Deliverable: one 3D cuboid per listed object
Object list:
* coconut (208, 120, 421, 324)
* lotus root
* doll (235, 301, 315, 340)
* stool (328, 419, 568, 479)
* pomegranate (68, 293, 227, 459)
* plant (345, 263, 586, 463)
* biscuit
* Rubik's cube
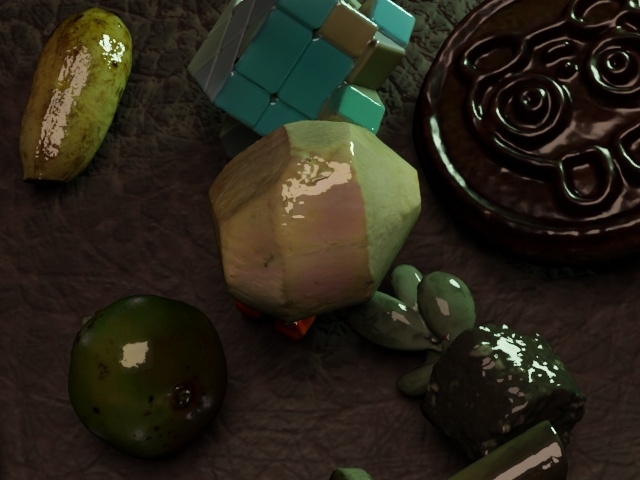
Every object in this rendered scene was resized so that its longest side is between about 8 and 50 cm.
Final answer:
[{"bbox_3d":[-0.002,-0.021,1.408,0.237,0.237,0.197,-11,77,-4],"label":"coconut"},{"bbox_3d":[-0.301,-0.183,1.639,0.110,0.097,0.258,12,68,4],"label":"lotus root"},{"bbox_3d":[0.000,0.000,1.551,0.142,0.076,0.245,29,72,13],"label":"doll"},{"bbox_3d":[0.139,0.366,1.241,0.226,0.310,0.310,-13,63,-11],"label":"stool"},{"bbox_3d":[-0.202,0.137,1.449,0.180,0.180,0.210,-43,42,-18],"label":"pomegranate"},{"bbox_3d":[0.156,0.131,1.447,0.146,0.149,0.274,2,32,-45],"label":"plant"},{"bbox_3d":[0.307,-0.159,1.566,0.407,0.091,0.407,-7,61,12],"label":"biscuit"},{"bbox_3d":[-0.019,-0.190,1.563,0.213,0.224,0.265,31,101,-24],"label":"Rubik's cube"}]
